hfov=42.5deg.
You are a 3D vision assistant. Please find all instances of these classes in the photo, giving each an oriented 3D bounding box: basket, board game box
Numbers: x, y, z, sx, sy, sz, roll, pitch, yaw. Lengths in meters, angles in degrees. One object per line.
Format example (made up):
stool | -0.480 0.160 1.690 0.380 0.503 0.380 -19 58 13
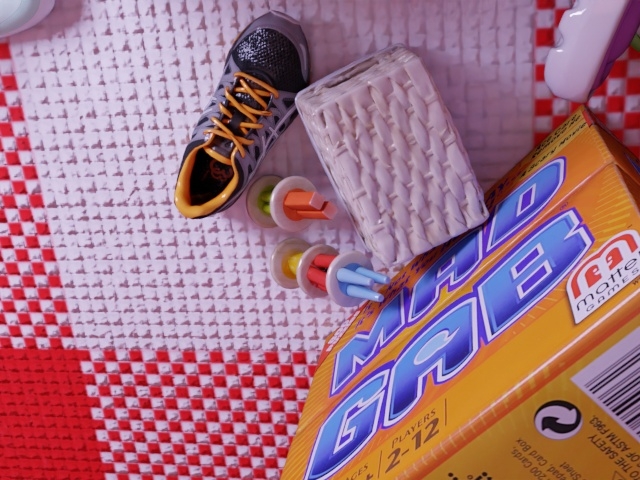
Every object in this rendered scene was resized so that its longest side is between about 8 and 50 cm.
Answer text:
basket | 0.064 -0.073 0.716 0.113 0.103 0.167 -27 107 -1
board game box | 0.220 0.173 0.670 0.356 0.356 0.356 42 113 -9

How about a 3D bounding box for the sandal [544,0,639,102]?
sandal | 0.275 -0.276 0.552 0.102 0.169 0.416 27 130 13

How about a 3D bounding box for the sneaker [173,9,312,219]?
sneaker | -0.073 -0.105 0.754 0.084 0.083 0.215 26 113 0

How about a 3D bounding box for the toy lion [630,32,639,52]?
toy lion | 0.277 -0.204 0.680 0.096 0.034 0.100 11 115 13

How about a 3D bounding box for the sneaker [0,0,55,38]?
sneaker | -0.375 -0.215 0.722 0.256 0.151 0.094 3 112 8

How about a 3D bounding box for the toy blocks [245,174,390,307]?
toy blocks | 0.000 0.000 0.754 0.148 0.054 0.123 12 126 56
